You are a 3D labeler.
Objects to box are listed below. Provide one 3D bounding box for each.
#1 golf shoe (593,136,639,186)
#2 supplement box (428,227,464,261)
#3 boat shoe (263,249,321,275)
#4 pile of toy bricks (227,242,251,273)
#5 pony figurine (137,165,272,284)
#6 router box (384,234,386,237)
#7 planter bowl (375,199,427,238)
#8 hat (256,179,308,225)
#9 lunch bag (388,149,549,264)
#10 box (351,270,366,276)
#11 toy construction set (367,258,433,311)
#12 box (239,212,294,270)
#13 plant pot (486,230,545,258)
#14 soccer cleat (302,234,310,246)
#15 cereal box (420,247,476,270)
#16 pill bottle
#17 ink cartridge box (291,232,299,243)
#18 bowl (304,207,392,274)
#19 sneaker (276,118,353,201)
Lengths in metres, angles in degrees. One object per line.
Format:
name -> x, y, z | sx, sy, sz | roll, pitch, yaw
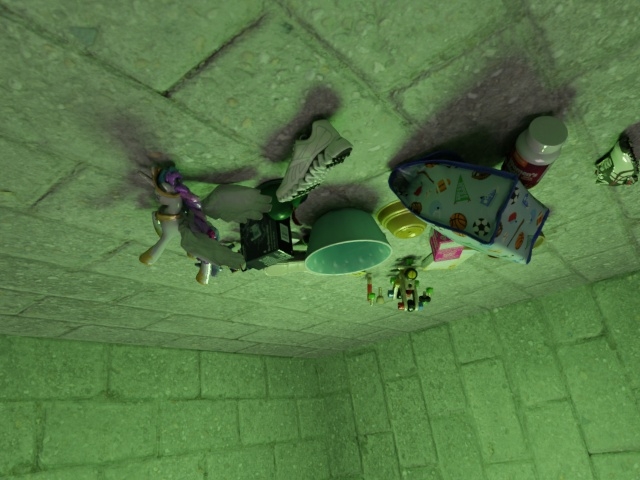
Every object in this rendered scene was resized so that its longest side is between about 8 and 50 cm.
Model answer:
golf shoe -> 0.951, -0.236, 1.500 | 0.120, 0.105, 0.273 | -13, 157, 27
supplement box -> 0.504, -0.008, 1.850 | 0.114, 0.111, 0.220 | -9, 156, 2
boat shoe -> -0.064, 0.072, 1.802 | 0.336, 0.095, 0.112 | 0, 140, -19
pile of toy bricks -> -0.276, 0.046, 1.736 | 0.212, 0.118, 0.105 | -22, -166, 48
pony figurine -> -0.352, -0.030, 1.327 | 0.351, 0.302, 0.363 | 21, 137, -4
router box -> 0.212, 0.020, 1.905 | 0.092, 0.038, 0.122 | -5, 156, -10
planter bowl -> 0.315, -0.064, 1.685 | 0.217, 0.090, 0.217 | -7, 157, -3
hat -> -0.116, -0.068, 1.412 | 0.173, 0.183, 0.208 | -13, 156, 11
lunch bag -> 0.431, -0.109, 1.398 | 0.386, 0.238, 0.328 | 23, -179, 43
box -> 0.095, 0.093, 1.975 | 0.232, 0.087, 0.058 | 12, 151, -41
toy construction set -> 0.369, 0.192, 2.226 | 0.309, 0.237, 0.257 | 2, -169, 20
box -> -0.184, -0.001, 1.576 | 0.158, 0.155, 0.093 | -21, 153, 27
plant pot -> 0.792, -0.017, 1.929 | 0.238, 0.109, 0.237 | -8, 157, -3
soccer cleat -> 0.000, 0.000, 1.776 | 0.072, 0.060, 0.179 | -34, 153, 28
cereal box -> 0.593, 0.073, 2.144 | 0.173, 0.047, 0.240 | -1, 155, -18
pill bottle -> 0.607, -0.246, 1.330 | 0.121, 0.121, 0.221 | -8, 156, -1
ink cartridge box -> -0.137, 0.004, 1.763 | 0.063, 0.029, 0.115 | 9, 153, -35
bowl -> 0.087, -0.006, 1.648 | 0.312, 0.163, 0.311 | -7, 157, -3
sneaker -> -0.036, -0.202, 1.225 | 0.110, 0.118, 0.292 | -31, 175, -46
